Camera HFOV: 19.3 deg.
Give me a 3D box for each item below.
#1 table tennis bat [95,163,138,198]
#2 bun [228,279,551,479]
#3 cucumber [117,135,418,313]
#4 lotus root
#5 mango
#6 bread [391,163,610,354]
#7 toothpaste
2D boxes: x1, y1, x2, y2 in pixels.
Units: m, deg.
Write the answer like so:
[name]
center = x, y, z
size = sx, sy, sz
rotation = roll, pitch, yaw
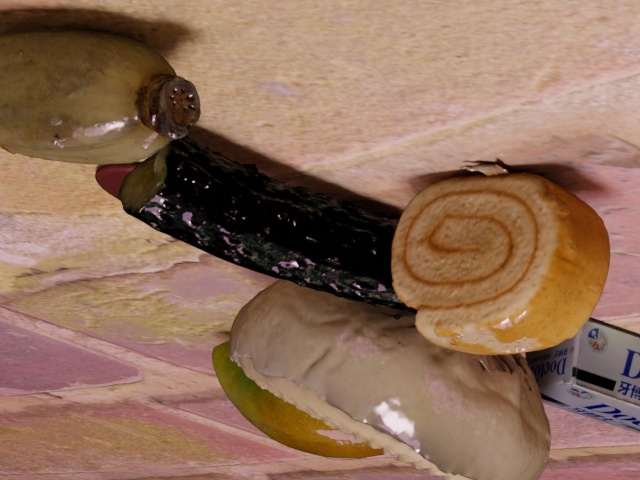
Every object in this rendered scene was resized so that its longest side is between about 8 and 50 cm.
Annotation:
[table tennis bat]
center = -0.095, -0.027, 1.416
size = 0.154, 0.019, 0.098
rotation = 18, 162, -11
[bun]
center = 0.066, 0.099, 1.503
size = 0.287, 0.146, 0.287
rotation = 27, 173, 4
[cucumber]
center = 0.000, 0.000, 1.332
size = 0.303, 0.072, 0.081
rotation = 22, 133, -31
[lotus root]
center = -0.145, -0.088, 1.132
size = 0.183, 0.077, 0.090
rotation = 4, 170, 35
[mango]
center = -0.011, 0.144, 1.780
size = 0.233, 0.111, 0.125
rotation = 17, 154, 30
[bread]
center = 0.111, 0.015, 1.225
size = 0.149, 0.122, 0.073
rotation = -5, 154, 43
[toothpaste]
center = 0.334, 0.144, 1.608
size = 0.336, 0.067, 0.081
rotation = 18, 160, -22
